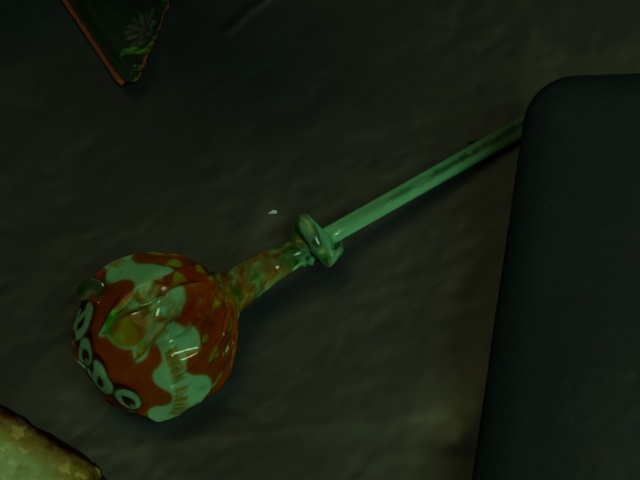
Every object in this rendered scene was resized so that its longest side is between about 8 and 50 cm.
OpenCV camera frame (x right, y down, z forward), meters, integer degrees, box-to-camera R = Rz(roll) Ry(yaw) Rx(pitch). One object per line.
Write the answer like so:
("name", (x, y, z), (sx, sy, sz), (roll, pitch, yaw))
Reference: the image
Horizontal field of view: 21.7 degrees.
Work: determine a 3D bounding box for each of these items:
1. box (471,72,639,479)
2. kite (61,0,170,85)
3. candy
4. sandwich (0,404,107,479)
("box", (0.123, 0.059, 0.471), (0.160, 0.050, 0.230), (1, 66, 23))
("kite", (-0.087, -0.202, 0.719), (0.234, 0.016, 0.321), (9, 62, 17))
("candy", (0.000, 0.000, 0.571), (0.184, 0.049, 0.055), (-29, 87, -13))
("sandwich", (-0.178, 0.134, 0.509), (0.186, 0.065, 0.215), (19, 66, 23))
